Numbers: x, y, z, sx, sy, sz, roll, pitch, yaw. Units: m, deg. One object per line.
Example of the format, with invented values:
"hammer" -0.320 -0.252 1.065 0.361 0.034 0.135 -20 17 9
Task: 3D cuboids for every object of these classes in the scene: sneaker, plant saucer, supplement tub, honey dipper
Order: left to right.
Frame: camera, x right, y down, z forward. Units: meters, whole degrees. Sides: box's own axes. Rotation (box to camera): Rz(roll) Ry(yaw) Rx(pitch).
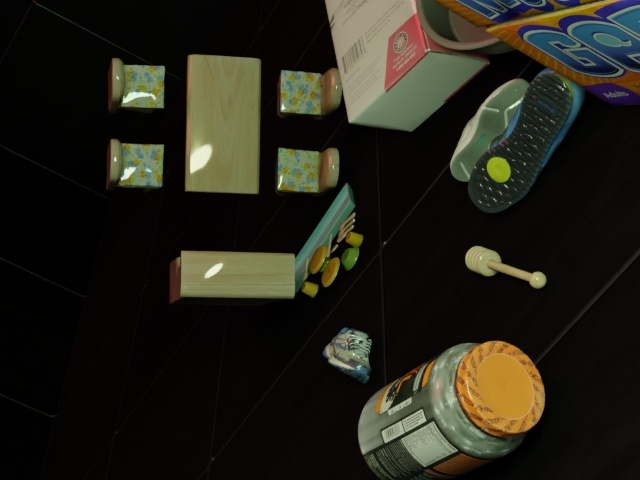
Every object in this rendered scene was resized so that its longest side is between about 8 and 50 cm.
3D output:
"plant saucer" 0.000 0.000 2.122 0.192 0.018 0.067 -57 18 22
"sneaker" 0.040 0.142 1.744 0.058 0.052 0.135 -58 18 1
"supplement tub" 0.129 0.173 1.328 0.190 0.117 0.117 -40 29 51
"sneaker" 0.208 -0.147 1.676 0.152 0.053 0.061 -54 17 29
"honey dipper" 0.203 0.031 1.468 0.030 0.030 0.160 -64 19 -1
"sneaker" 0.243 -0.116 1.535 0.082 0.069 0.209 -33 -22 -49

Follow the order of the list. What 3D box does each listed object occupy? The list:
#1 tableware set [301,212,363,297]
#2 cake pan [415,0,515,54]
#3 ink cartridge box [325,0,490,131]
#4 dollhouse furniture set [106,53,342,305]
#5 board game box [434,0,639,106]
"tableware set" 0.018 0.034 2.016 0.154 0.024 0.104 -44 28 44
"cake pan" 0.250 -0.362 1.727 0.293 0.054 0.293 -28 46 34
"ink cartridge box" 0.113 -0.330 1.930 0.207 0.117 0.283 -40 53 49
"dollhouse furniture set" -0.147 -0.100 2.102 0.256 0.362 0.394 158 113 -77
"board game box" 0.295 -0.367 1.234 0.356 0.356 0.356 -64 17 -5
